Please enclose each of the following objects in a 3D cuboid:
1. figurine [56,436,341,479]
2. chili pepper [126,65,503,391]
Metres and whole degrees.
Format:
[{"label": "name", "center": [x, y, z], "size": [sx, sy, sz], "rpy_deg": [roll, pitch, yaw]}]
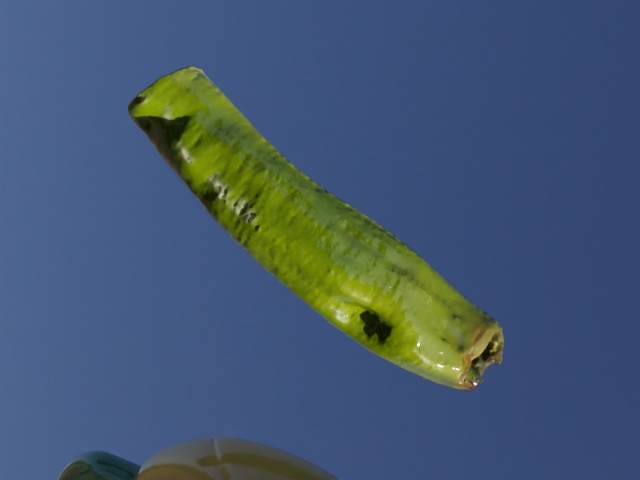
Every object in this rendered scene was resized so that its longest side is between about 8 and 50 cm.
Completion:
[{"label": "figurine", "center": [-0.032, 0.239, 0.587], "size": [0.124, 0.222, 0.325], "rpy_deg": [130, -41, -79]}, {"label": "chili pepper", "center": [0.000, 0.000, 0.657], "size": [0.201, 0.052, 0.050], "rpy_deg": [39, -10, -5]}]
